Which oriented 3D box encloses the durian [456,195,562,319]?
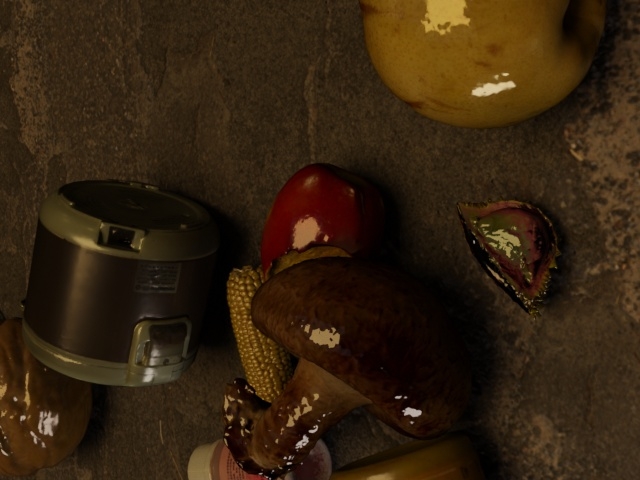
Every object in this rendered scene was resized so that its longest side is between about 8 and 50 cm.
[{"bbox_3d":[0.279,0.011,1.412,0.108,0.119,0.186,-34,73,-2],"label":"durian"}]

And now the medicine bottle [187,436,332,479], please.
[{"bbox_3d":[-0.108,0.387,1.729,0.247,0.147,0.147,-14,86,40],"label":"medicine bottle"}]

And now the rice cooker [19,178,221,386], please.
[{"bbox_3d":[-0.342,0.084,1.771,0.335,0.335,0.325,25,110,35],"label":"rice cooker"}]

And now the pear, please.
[{"bbox_3d":[0.200,-0.289,1.299,0.314,0.314,0.314,5,98,39],"label":"pear"}]

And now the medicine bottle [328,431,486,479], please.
[{"bbox_3d":[0.168,0.486,1.456,0.224,0.224,0.384,-24,78,39],"label":"medicine bottle"}]

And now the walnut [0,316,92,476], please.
[{"bbox_3d":[-0.614,0.318,2.054,0.333,0.333,0.332,5,98,39],"label":"walnut"}]

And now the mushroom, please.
[{"bbox_3d":[0.016,0.184,1.453,0.331,0.356,0.334,60,165,-17],"label":"mushroom"}]

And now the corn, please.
[{"bbox_3d":[-0.099,0.168,1.731,0.091,0.091,0.260,159,100,-75],"label":"corn"}]

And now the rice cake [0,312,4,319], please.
[{"bbox_3d":[-0.756,0.151,2.304,0.211,0.043,0.034,53,129,23],"label":"rice cake"}]

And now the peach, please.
[{"bbox_3d":[0.000,0.000,1.565,0.196,0.190,0.226,31,107,24],"label":"peach"}]
